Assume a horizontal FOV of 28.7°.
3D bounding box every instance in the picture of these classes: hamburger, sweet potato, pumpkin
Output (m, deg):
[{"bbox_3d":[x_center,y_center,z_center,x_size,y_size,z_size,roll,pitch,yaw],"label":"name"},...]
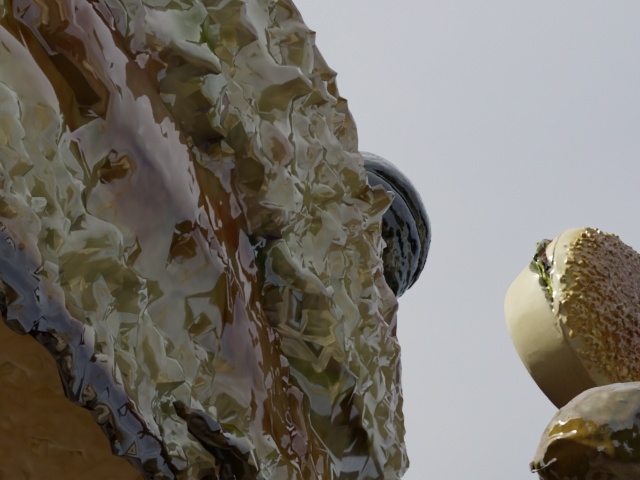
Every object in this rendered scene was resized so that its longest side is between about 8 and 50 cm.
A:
[{"bbox_3d":[0.400,0.123,1.781,0.302,0.302,0.170,39,-55,-18],"label":"hamburger"},{"bbox_3d":[0.203,0.088,0.599,0.062,0.233,0.081,-39,-112,58],"label":"sweet potato"},{"bbox_3d":[0.000,0.000,1.206,0.220,0.220,0.162,-6,-65,38],"label":"pumpkin"},{"bbox_3d":[-0.149,-0.019,0.487,0.287,0.268,0.445,-9,-49,23],"label":"hamburger"}]
